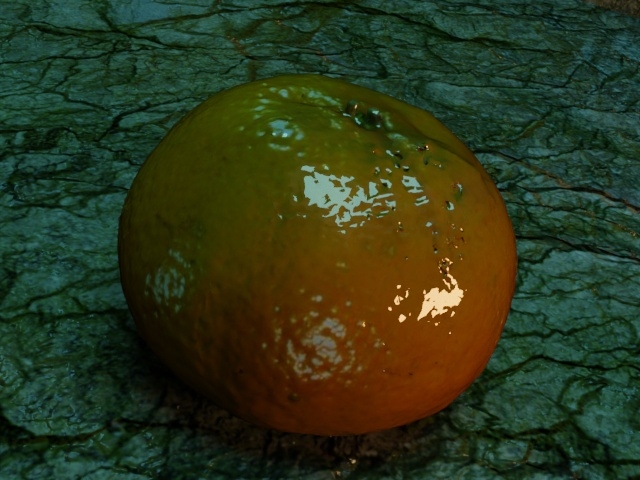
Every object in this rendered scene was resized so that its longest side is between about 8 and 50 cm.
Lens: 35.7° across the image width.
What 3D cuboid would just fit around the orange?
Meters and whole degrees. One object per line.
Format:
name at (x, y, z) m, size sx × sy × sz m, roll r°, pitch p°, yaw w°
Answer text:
orange at (0.000, 0.000, 1.050) m, size 0.424 × 0.326 × 0.423 m, roll 9°, pitch 37°, yaw -7°
